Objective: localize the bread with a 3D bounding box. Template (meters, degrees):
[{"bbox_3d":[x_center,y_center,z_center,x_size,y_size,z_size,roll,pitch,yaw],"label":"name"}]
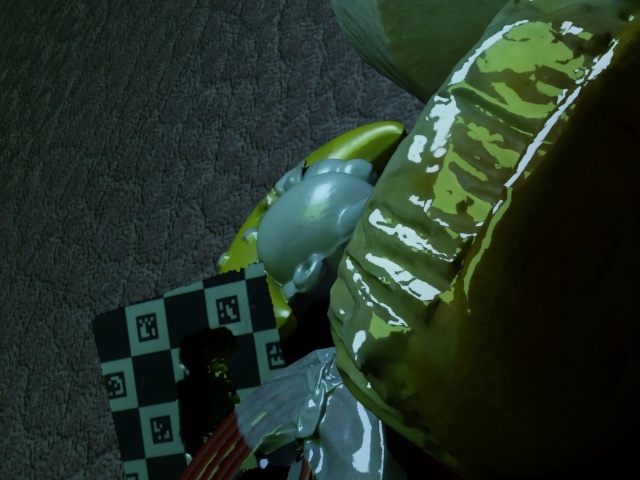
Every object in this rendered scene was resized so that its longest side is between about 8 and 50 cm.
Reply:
[{"bbox_3d":[0.175,-0.020,1.141,0.183,0.236,0.388,27,80,42],"label":"bread"}]

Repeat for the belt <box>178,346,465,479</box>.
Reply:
[{"bbox_3d":[-0.018,0.229,1.213,0.227,0.115,0.324,-8,51,41],"label":"belt"}]

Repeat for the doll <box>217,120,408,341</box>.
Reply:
[{"bbox_3d":[0.000,0.000,1.491,0.252,0.111,0.237,-36,17,28],"label":"doll"}]

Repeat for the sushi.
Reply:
[{"bbox_3d":[-0.084,0.143,1.423,0.192,0.050,0.215,-19,79,33],"label":"sushi"}]

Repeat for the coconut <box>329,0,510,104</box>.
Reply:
[{"bbox_3d":[0.157,-0.225,1.366,0.329,0.329,0.329,-33,32,24],"label":"coconut"}]
